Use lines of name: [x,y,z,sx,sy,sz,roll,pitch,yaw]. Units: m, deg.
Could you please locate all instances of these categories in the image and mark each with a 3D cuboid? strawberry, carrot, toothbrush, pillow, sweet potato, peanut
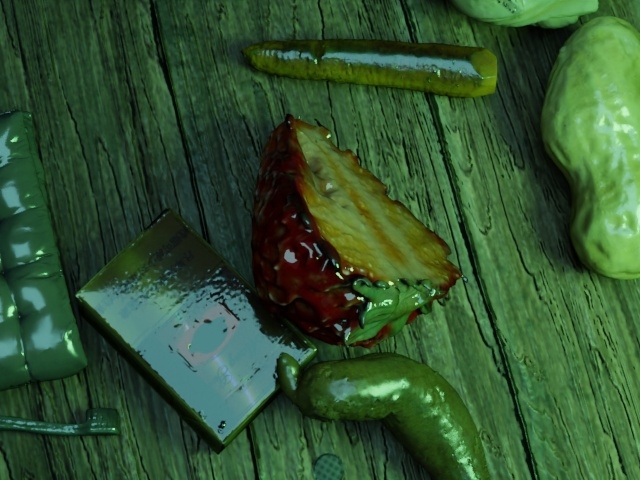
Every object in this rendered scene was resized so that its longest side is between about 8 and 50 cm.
strawberry: [-0.004,0.007,1.341,0.280,0.253,0.150,46,116,12]
carrot: [0.058,-0.214,1.470,0.314,0.066,0.066,4,75,1]
toothbrush: [-0.373,0.202,1.342,0.297,0.030,0.031,1,67,-4]
pillow: [-0.408,0.020,1.354,0.228,0.101,0.326,-14,78,-9]
sweet potato: [0.093,0.192,1.325,0.310,0.098,0.124,36,67,-12]
peanut: [0.333,-0.110,1.422,0.147,0.147,0.319,-2,80,-4]

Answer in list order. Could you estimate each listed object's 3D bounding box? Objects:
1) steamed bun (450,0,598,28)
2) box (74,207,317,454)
steamed bun: [0.263,-0.373,1.451,0.320,0.206,0.275,19,60,28]
box: [-0.142,0.100,1.365,0.240,0.071,0.159,44,75,9]
